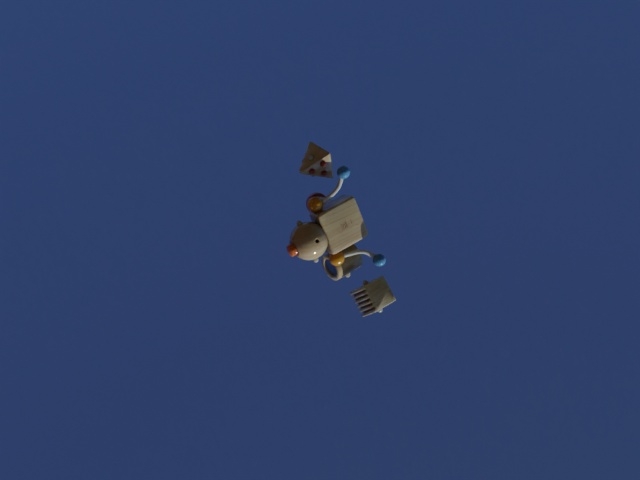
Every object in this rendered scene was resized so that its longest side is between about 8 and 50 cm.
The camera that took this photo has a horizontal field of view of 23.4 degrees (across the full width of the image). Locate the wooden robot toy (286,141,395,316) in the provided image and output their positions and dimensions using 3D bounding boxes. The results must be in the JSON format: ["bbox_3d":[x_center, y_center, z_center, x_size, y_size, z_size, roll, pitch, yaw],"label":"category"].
[{"bbox_3d":[0.000,0.000,1.445,0.079,0.173,0.076,-30,-162,-26],"label":"wooden robot toy"}]
